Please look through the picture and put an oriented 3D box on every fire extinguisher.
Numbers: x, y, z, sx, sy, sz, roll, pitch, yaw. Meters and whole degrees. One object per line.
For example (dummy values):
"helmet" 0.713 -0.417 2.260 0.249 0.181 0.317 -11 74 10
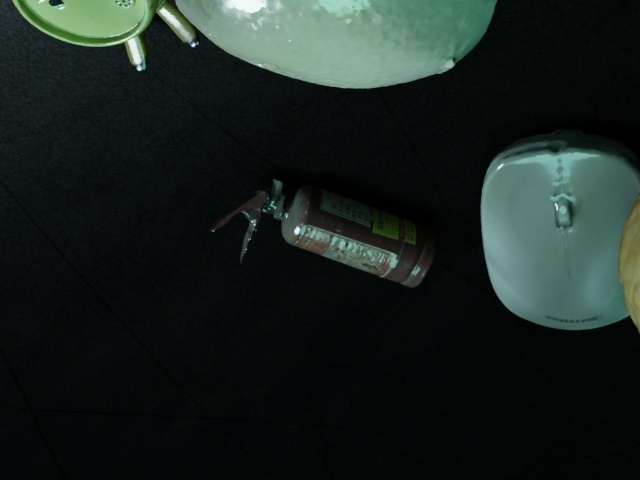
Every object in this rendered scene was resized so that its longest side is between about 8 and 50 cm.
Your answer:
"fire extinguisher" 0.003 -0.004 2.009 0.252 0.106 0.075 19 164 -17

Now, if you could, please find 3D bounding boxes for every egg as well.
"egg" -0.019 -0.248 1.448 0.337 0.201 0.337 41 152 27

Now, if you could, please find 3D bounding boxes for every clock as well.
"clock" -0.222 -0.254 1.724 0.170 0.069 0.232 -21 136 36

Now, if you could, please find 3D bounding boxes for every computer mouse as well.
"computer mouse" 0.280 0.002 1.977 0.197 0.095 0.331 -5 144 11

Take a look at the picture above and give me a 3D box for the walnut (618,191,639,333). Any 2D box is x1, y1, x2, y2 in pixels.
"walnut" 0.459 0.038 1.821 0.333 0.333 0.333 6 146 4
